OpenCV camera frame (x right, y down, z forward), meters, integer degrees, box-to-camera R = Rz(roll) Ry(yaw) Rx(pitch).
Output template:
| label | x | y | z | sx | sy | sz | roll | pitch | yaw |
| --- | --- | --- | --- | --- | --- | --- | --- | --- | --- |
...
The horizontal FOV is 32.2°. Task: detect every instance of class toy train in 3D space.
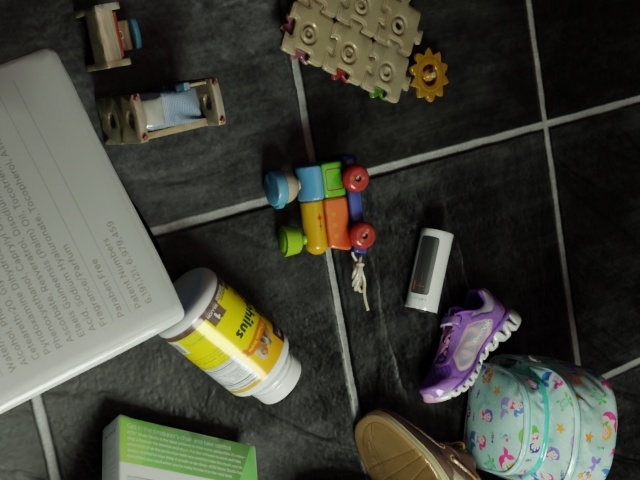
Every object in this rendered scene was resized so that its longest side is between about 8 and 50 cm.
| label | x | y | z | sx | sy | sz | roll | pitch | yaw |
| --- | --- | --- | --- | --- | --- | --- | --- | --- | --- |
| toy train | 0.000 | 0.000 | 1.675 | 0.143 | 0.105 | 0.248 | -10 | 100 | -22 |

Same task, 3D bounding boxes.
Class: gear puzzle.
| label | x | y | z | sx | sy | sz | roll | pitch | yaw |
| --- | --- | --- | --- | --- | --- | --- | --- | --- | --- |
| gear puzzle | 0.078 | -0.315 | 1.736 | 0.339 | 0.044 | 0.175 | 20 | 81 | -36 |

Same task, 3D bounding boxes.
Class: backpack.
| label | x | y | z | sx | sy | sz | roll | pitch | yaw |
| --- | --- | --- | --- | --- | --- | --- | --- | --- | --- |
| backpack | 0.364 | 0.304 | 1.842 | 0.191 | 0.253 | 0.225 | 5 | 91 | -34 |

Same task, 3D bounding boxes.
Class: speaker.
| label | x | y | z | sx | sy | sz | roll | pitch | yaw |
| --- | --- | --- | --- | --- | --- | --- | --- | --- | --- |
| speaker | 0.178 | 0.050 | 1.818 | 0.055 | 0.055 | 0.136 | 15 | 86 | -33 |

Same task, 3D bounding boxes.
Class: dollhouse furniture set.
| label | x | y | z | sx | sy | sz | roll | pitch | yaw |
| --- | --- | --- | --- | --- | --- | --- | --- | --- | --- |
| dollhouse furniture set | -0.227 | -0.232 | 1.482 | 0.129 | 0.129 | 0.184 | -18 | 103 | -31 |

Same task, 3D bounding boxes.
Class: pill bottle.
| label | x | y | z | sx | sy | sz | roll | pitch | yaw |
| --- | --- | --- | --- | --- | --- | --- | --- | --- | --- |
| pill bottle | -0.128 | 0.143 | 1.585 | 0.215 | 0.117 | 0.117 | 43 | 71 | -29 |

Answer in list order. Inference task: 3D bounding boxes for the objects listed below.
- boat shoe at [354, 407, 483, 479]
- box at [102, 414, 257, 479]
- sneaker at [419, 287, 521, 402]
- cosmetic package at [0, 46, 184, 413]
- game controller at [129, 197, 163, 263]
| label | x | y | z | sx | sy | sz | roll | pitch | yaw |
| --- | --- | --- | --- | --- | --- | --- | --- | --- | --- |
| boat shoe | 0.198 | 0.389 | 1.808 | 0.342 | 0.123 | 0.123 | 44 | 38 | -3 |
| box | -0.185 | 0.411 | 1.502 | 0.232 | 0.058 | 0.322 | 20 | 48 | -32 |
| sneaker | 0.231 | 0.168 | 1.847 | 0.236 | 0.095 | 0.104 | -47 | 110 | -27 |
| cosmetic package | -0.423 | 0.043 | 1.204 | 0.393 | 0.329 | 0.327 | -27 | 92 | -26 |
| game controller | -0.352 | 0.072 | 1.462 | 0.319 | 0.067 | 0.166 | -42 | 115 | -23 |
